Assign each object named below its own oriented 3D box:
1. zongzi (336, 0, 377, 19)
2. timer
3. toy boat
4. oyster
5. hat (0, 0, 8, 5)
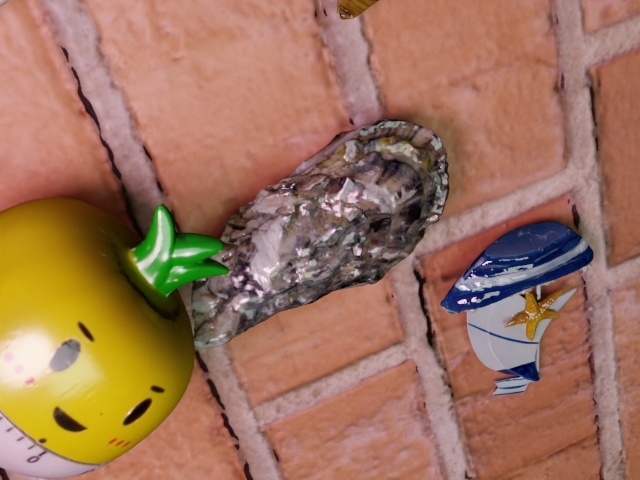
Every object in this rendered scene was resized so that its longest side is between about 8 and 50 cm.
[{"bbox_3d":[0.166,-0.337,0.827,0.286,0.134,0.288,1,129,-26],"label":"zongzi"},{"bbox_3d":[-0.212,0.064,0.795,0.285,0.285,0.285,-9,119,-16],"label":"timer"},{"bbox_3d":[0.268,0.108,1.143,0.221,0.067,0.291,-17,132,-11],"label":"toy boat"},{"bbox_3d":[-0.006,0.000,0.927,0.351,0.158,0.162,-37,89,-14],"label":"oyster"},{"bbox_3d":[-0.314,-0.312,0.660,0.301,0.168,0.258,-32,147,25],"label":"hat"}]
